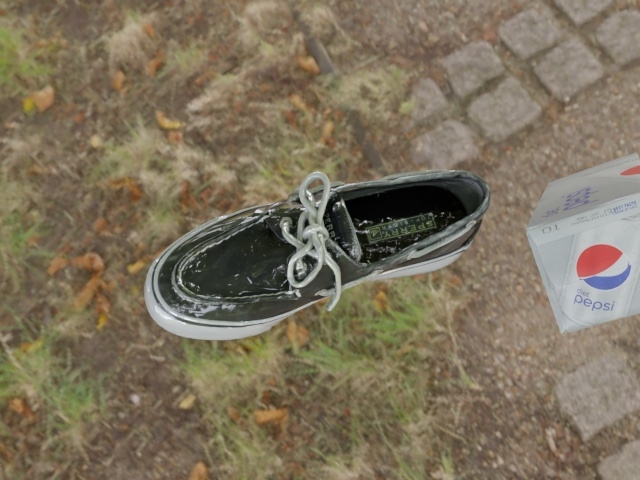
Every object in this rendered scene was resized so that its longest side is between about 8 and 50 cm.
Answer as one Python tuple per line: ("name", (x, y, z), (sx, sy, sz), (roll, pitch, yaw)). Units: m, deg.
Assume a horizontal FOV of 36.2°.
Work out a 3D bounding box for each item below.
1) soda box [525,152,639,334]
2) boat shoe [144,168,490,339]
("soda box", (0.250, -0.008, 0.858), (0.098, 0.091, 0.286), (-19, 5, 19))
("boat shoe", (0.002, 0.004, 0.835), (0.306, 0.105, 0.113), (-9, 72, -13))
